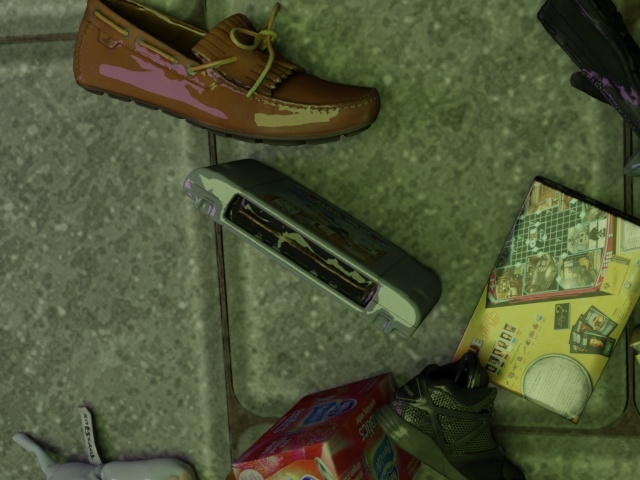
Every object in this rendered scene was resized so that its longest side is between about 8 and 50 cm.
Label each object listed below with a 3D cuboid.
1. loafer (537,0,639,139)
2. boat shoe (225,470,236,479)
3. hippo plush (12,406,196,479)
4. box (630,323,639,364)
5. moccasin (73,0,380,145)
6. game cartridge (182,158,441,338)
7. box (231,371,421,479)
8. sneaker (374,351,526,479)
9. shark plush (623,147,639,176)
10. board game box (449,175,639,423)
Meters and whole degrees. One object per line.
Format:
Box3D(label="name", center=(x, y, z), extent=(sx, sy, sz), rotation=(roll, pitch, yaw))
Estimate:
Box3D(label="loafer", center=(0.310, -0.183, 1.264), extent=(0.078, 0.076, 0.223), rotation=(-44, 64, 37))
Box3D(label="boat shoe", center=(-0.091, 0.391, 1.511), extent=(0.073, 0.073, 0.206), rotation=(-1, 106, -22))
Box3D(label="hippo plush", center=(-0.288, 0.373, 1.469), extent=(0.234, 0.236, 0.294), rotation=(-24, 93, 19))
Box3D(label="box", center=(0.424, 0.198, 1.313), extent=(0.058, 0.087, 0.232), rotation=(-27, 93, 21))
Box3D(label="moccasin", center=(-0.109, -0.209, 1.374), extent=(0.380, 0.139, 0.146), rotation=(20, 114, 21))
Box3D(label="game cartridge", center=(0.000, 0.000, 1.338), extent=(0.297, 0.198, 0.062), rotation=(33, 108, 7))
Box3D(label="box", center=(0.016, 0.258, 1.350), extent=(0.123, 0.257, 0.128), rotation=(-17, 94, 21))
Box3D(label="sneaker", center=(0.182, 0.217, 1.353), extent=(0.227, 0.087, 0.130), rotation=(37, 97, -25))
Box3D(label="shark plush", center=(0.398, -0.100, 1.243), extent=(0.161, 0.067, 0.073), rotation=(-4, 111, 56))
Box3D(label="board game box", center=(0.273, 0.068, 1.354), extent=(0.165, 0.042, 0.243), rotation=(26, 106, 10))
